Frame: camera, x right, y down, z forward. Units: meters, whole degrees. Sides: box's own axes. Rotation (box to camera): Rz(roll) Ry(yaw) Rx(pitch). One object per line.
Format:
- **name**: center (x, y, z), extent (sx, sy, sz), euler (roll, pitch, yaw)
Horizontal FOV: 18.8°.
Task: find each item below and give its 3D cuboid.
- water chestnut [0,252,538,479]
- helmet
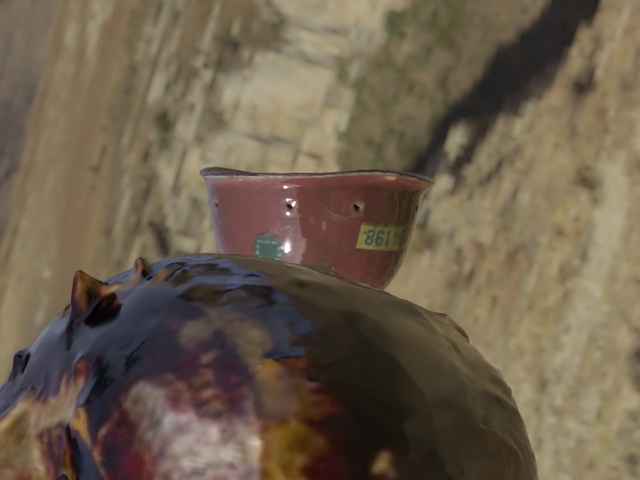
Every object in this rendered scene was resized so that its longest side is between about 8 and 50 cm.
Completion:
- **water chestnut**: center (-0.027, 0.154, 0.808), extent (0.300, 0.300, 0.300), euler (-163, 90, -84)
- **helmet**: center (0.000, 0.000, 1.339), extent (0.175, 0.155, 0.106), euler (-9, -80, -59)
